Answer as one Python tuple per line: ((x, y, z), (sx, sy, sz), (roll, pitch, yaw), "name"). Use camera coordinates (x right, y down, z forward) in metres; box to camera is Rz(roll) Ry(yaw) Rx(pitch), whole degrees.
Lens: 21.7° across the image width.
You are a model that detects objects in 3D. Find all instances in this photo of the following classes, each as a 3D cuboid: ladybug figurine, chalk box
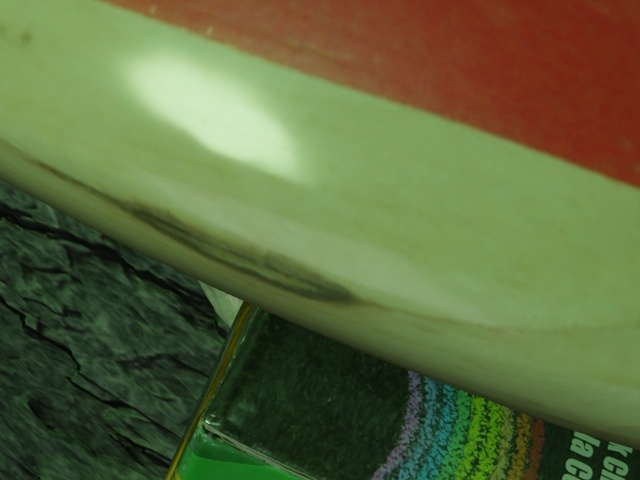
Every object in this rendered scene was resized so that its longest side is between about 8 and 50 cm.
((0.037, -0.072, 0.497), (0.449, 0.305, 0.162), (24, 105, 11), "ladybug figurine")
((0.089, 0.109, 0.705), (0.289, 0.180, 0.179), (27, 144, -3), "chalk box")

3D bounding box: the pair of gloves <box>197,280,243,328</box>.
((0.000, 0.000, 0.823), (0.240, 0.042, 0.204), (-2, 132, 48), "pair of gloves")
